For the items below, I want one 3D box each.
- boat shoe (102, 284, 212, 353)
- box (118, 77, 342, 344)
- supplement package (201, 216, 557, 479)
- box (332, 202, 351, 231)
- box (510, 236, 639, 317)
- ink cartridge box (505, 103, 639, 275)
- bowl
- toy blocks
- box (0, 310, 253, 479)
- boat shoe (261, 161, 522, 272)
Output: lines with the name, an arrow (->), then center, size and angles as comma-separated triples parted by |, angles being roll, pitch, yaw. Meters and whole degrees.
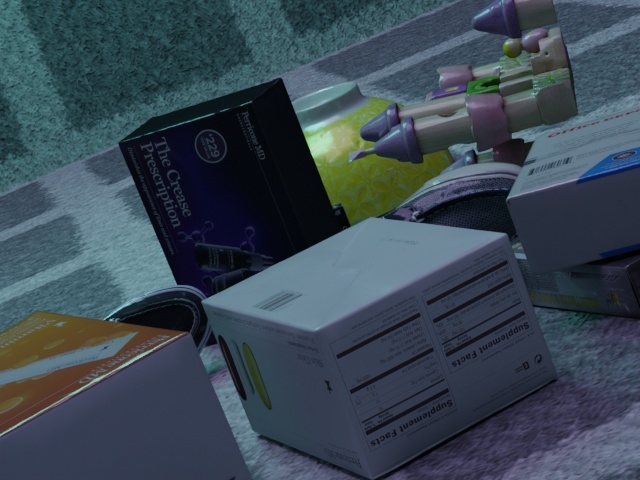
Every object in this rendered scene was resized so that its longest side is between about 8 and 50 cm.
boat shoe -> -0.231, 0.138, 1.955 | 0.301, 0.108, 0.102 | -31, -2, -24
box -> -0.090, -0.031, 2.108 | 0.184, 0.261, 0.103 | -16, 15, 23
supplement package -> 0.047, 0.090, 1.680 | 0.204, 0.145, 0.262 | -26, 14, -21
box -> 0.000, 0.000, 2.263 | 0.083, 0.067, 0.018 | -21, 14, -1
box -> 0.303, 0.005, 1.806 | 0.183, 0.056, 0.231 | -29, 16, -25
ink cartridge box -> 0.274, -0.055, 1.773 | 0.148, 0.086, 0.203 | -16, 15, 21
bowl -> 0.025, -0.126, 2.525 | 0.289, 0.156, 0.289 | -20, 13, 5
toy blocks -> 0.165, -0.172, 2.157 | 0.260, 0.309, 0.288 | -13, 15, 10
box -> -0.251, 0.192, 1.692 | 0.215, 0.168, 0.345 | -29, 16, -28
boat shoe -> 0.084, 0.041, 1.908 | 0.341, 0.127, 0.158 | -28, 19, 7
